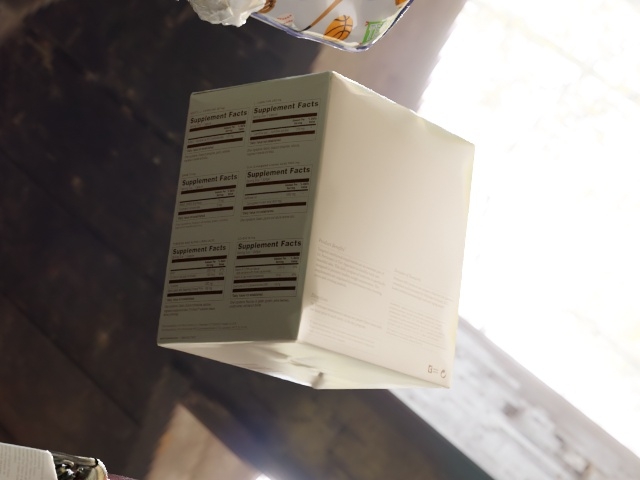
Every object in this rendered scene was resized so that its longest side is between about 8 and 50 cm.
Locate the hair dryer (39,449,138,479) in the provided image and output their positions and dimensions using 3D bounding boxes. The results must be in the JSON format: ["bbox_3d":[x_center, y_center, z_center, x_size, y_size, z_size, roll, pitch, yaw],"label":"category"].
[{"bbox_3d":[-0.252,0.283,1.818,0.293,0.223,0.080,19,-107,-42],"label":"hair dryer"}]

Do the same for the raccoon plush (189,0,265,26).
[{"bbox_3d":[-0.270,-0.288,1.403,0.216,0.446,0.299,-23,-13,-38],"label":"raccoon plush"}]

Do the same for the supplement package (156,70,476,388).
[{"bbox_3d":[0.000,0.000,1.312,0.194,0.149,0.203,22,-109,-48],"label":"supplement package"}]

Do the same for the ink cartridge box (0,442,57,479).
[{"bbox_3d":[-0.323,0.213,1.437,0.224,0.045,0.223,17,-27,-31],"label":"ink cartridge box"}]

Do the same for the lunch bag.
[{"bbox_3d":[0.020,-0.333,1.769,0.303,0.115,0.243,10,-55,-52],"label":"lunch bag"}]
